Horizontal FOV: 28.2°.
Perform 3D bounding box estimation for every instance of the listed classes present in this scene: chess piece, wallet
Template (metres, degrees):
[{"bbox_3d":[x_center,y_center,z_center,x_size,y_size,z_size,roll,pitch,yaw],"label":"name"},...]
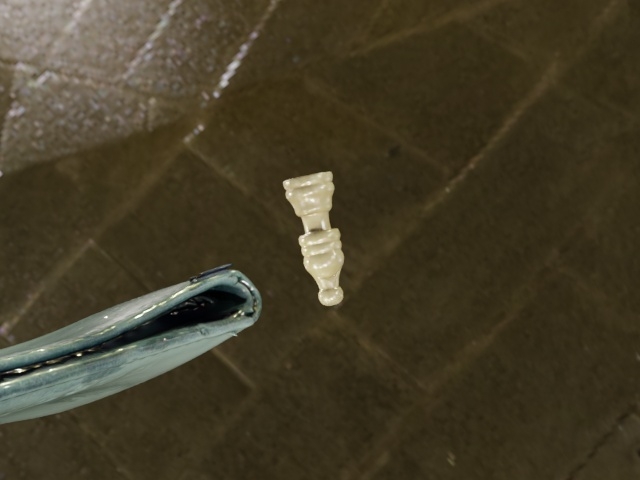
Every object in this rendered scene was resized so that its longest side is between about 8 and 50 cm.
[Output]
[{"bbox_3d":[0.000,0.000,0.892,0.035,0.035,0.092,-12,89,22],"label":"chess piece"},{"bbox_3d":[-0.211,0.090,0.771,0.251,0.290,0.054,-22,83,42],"label":"wallet"}]
